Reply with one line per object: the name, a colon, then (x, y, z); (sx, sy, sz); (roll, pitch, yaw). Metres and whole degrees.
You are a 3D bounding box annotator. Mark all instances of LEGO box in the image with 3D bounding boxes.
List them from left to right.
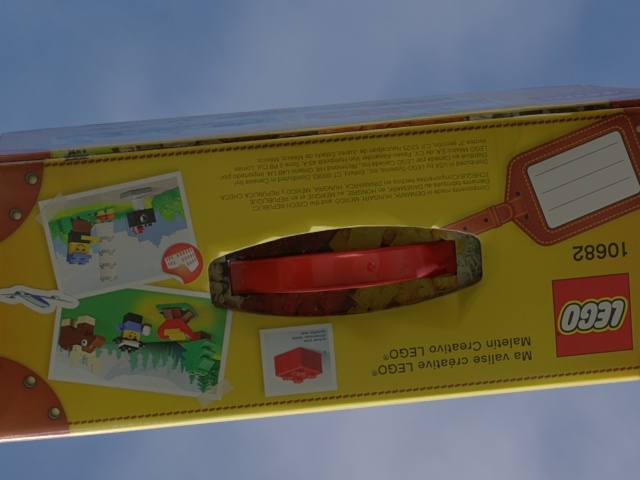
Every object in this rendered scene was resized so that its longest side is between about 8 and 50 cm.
LEGO box: (0.000, 0.000, 1.366); (0.500, 0.372, 0.193); (-5, -83, -5)
